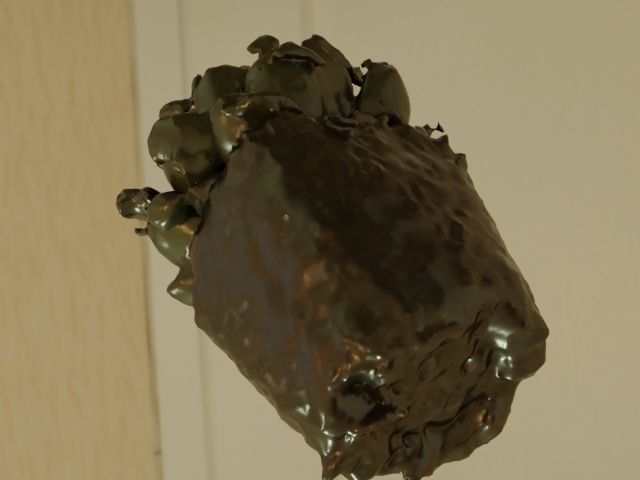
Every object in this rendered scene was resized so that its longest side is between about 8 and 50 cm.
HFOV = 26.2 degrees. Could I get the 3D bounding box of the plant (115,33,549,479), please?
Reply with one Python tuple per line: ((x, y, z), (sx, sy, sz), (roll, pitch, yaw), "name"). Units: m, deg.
((0.000, 0.000, 0.401), (0.094, 0.092, 0.143), (-1, -142, -30), "plant")
